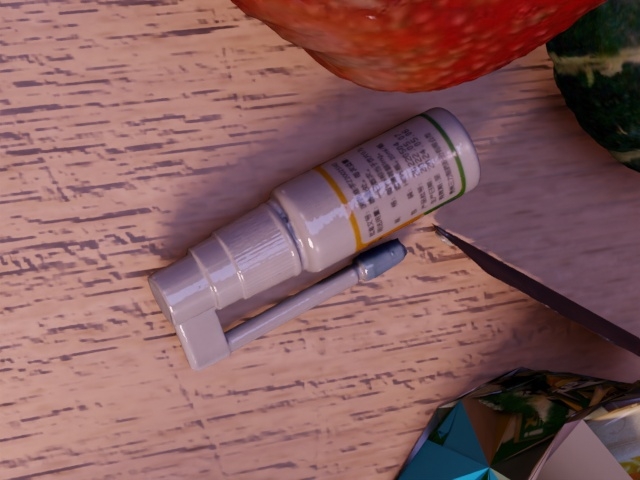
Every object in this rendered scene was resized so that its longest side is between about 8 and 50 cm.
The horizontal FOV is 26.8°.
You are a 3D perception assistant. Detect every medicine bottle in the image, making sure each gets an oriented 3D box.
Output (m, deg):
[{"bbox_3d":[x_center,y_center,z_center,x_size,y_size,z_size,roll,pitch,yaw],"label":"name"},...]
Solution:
[{"bbox_3d":[0.000,0.000,0.857,0.220,0.061,0.092,-27,122,-15],"label":"medicine bottle"}]

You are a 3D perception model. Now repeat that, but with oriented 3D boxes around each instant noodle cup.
[{"bbox_3d":[0.173,0.187,0.867,0.240,0.178,0.240,-2,95,-20],"label":"instant noodle cup"}]

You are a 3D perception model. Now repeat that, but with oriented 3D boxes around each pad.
[{"bbox_3d":[0.163,0.046,0.890,0.187,0.113,0.006,28,98,-20],"label":"pad"}]

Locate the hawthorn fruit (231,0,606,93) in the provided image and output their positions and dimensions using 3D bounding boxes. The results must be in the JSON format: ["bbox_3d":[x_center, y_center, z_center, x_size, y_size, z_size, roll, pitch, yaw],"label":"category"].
[{"bbox_3d":[0.085,-0.241,0.716,0.369,0.285,0.285,-18,102,19],"label":"hawthorn fruit"}]

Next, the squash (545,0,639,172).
[{"bbox_3d":[0.269,-0.153,0.882,0.252,0.165,0.252,-1,92,-20],"label":"squash"}]
